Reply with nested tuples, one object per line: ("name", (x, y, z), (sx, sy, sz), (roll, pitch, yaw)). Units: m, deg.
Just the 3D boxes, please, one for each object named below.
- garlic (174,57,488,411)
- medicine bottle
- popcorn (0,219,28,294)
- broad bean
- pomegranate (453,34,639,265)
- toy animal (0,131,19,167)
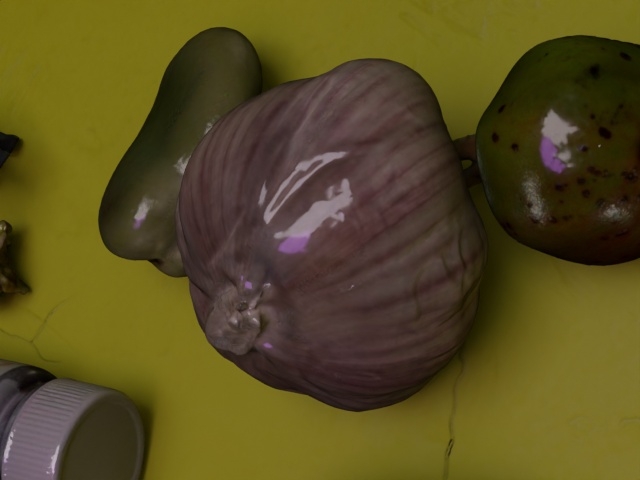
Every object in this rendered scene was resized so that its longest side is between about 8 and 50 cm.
("garlic", (0.000, 0.000, 1.071), (0.317, 0.317, 0.259), (21, 47, 28))
("medicine bottle", (-0.334, 0.205, 1.269), (0.273, 0.165, 0.165), (7, 84, 28))
("popcorn", (-0.384, 0.027, 1.376), (0.109, 0.089, 0.097), (38, 133, 35))
("broad bean", (-0.133, -0.090, 1.246), (0.189, 0.121, 0.263), (-2, 62, 62))
("pomegranate", (0.203, -0.073, 1.045), (0.246, 0.198, 0.198), (-5, 78, 29))
("toy animal", (-0.423, -0.111, 1.398), (0.082, 0.137, 0.269), (-61, 22, 7))
